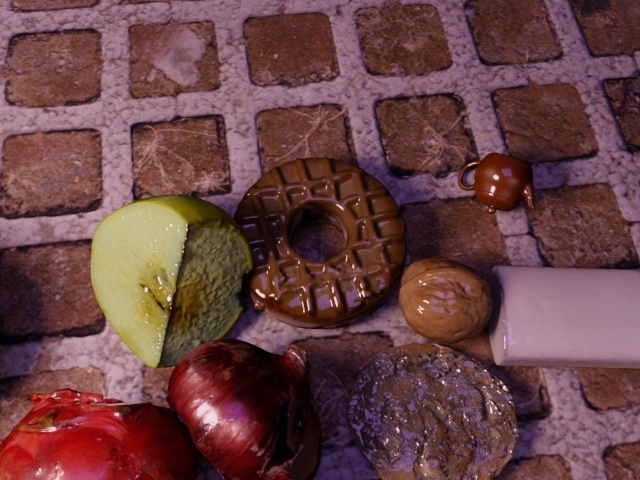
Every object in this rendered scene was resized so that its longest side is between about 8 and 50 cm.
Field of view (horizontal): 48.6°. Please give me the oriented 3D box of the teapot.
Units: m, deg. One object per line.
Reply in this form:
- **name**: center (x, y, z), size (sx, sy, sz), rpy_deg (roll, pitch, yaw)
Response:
- **teapot**: center (0.336, -0.102, 1.341), size (0.173, 0.116, 0.116), rpy_deg (21, 62, 37)

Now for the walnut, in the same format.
- **walnut**: center (0.214, 0.101, 1.209), size (0.166, 0.149, 0.166), rpy_deg (15, 44, -14)

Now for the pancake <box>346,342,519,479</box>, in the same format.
- **pancake**: center (0.184, 0.292, 1.167), size (0.282, 0.049, 0.282), rpy_deg (1, 64, -2)

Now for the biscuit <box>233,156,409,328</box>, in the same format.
- **biscuit**: center (0.000, 0.000, 1.269), size (0.332, 0.103, 0.332), rpy_deg (1, 63, -3)

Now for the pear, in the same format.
- **pear**: center (-0.262, 0.042, 1.191), size (0.292, 0.292, 0.159), rpy_deg (50, 31, 19)

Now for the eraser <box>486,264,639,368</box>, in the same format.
- **eraser**: center (0.435, 0.132, 1.232), size (0.270, 0.095, 0.174), rpy_deg (1, 65, -2)

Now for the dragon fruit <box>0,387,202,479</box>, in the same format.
- **dragon fruit**: center (-0.318, 0.356, 0.987), size (0.295, 0.295, 0.301), rpy_deg (15, 82, 4)

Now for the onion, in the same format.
- **onion**: center (-0.082, 0.245, 1.051), size (0.195, 0.272, 0.272), rpy_deg (-43, 71, 11)
